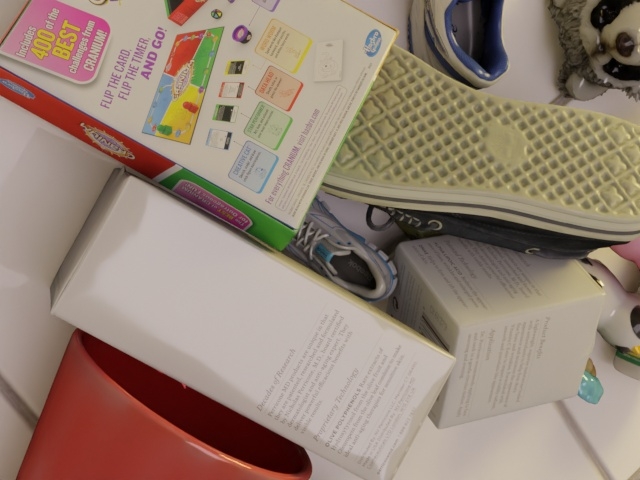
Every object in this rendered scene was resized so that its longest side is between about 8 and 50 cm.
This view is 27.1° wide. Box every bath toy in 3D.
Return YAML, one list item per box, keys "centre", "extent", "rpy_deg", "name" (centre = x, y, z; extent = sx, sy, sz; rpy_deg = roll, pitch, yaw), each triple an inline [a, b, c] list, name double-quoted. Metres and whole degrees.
- centre: [0.383, 0.021, 1.560]
  extent: [0.151, 0.129, 0.348]
  rpy_deg: [27, 105, -26]
  name: "bath toy"

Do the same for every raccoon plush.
- centre: [0.467, -0.259, 1.600]
  extent: [0.446, 0.299, 0.216]
  rpy_deg: [-2, 87, -58]
  name: "raccoon plush"

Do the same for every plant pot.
- centre: [-0.184, 0.254, 1.322]
  extent: [0.275, 0.275, 0.243]
  rpy_deg: [28, 98, -28]
  name: "plant pot"

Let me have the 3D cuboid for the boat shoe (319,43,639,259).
- centre: [0.112, -0.091, 1.394]
  extent: [0.500, 0.156, 0.187]
  rpy_deg: [14, 67, -4]
  name: "boat shoe"

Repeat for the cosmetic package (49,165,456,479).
- centre: [-0.073, 0.080, 1.314]
  extent: [0.365, 0.197, 0.155]
  rpy_deg: [29, 89, -11]
  name: "cosmetic package"

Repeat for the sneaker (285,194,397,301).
- centre: [0.000, 0.000, 1.409]
  extent: [0.190, 0.083, 0.071]
  rpy_deg: [33, 97, 2]
  name: "sneaker"

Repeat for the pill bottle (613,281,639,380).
- centre: [0.453, 0.080, 1.660]
  extent: [0.117, 0.117, 0.208]
  rpy_deg: [15, 94, -28]
  name: "pill bottle"

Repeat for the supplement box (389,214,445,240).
- centre: [0.139, -0.028, 1.516]
  extent: [0.083, 0.056, 0.083]
  rpy_deg: [-47, 117, -10]
  name: "supplement box"

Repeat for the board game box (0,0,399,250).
- centre: [-0.116, -0.172, 1.252]
  extent: [0.316, 0.064, 0.242]
  rpy_deg: [30, 68, -5]
  name: "board game box"

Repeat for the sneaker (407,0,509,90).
- centre: [0.149, -0.306, 1.419]
  extent: [0.111, 0.131, 0.297]
  rpy_deg: [-20, 108, -19]
  name: "sneaker"

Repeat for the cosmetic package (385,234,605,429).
- centre: [0.186, 0.088, 1.461]
  extent: [0.183, 0.151, 0.151]
  rpy_deg: [-10, 129, -23]
  name: "cosmetic package"
